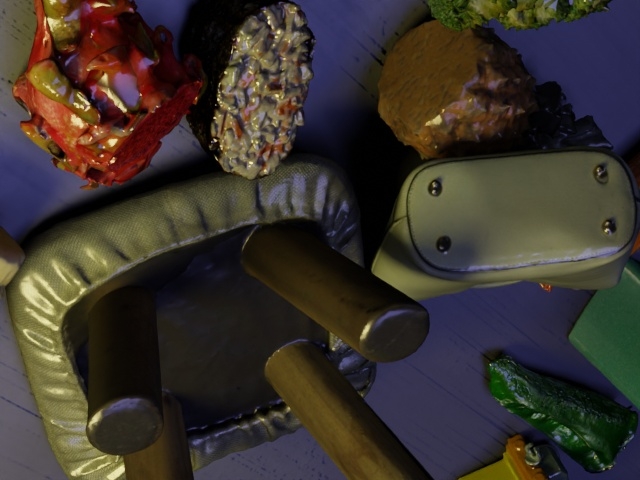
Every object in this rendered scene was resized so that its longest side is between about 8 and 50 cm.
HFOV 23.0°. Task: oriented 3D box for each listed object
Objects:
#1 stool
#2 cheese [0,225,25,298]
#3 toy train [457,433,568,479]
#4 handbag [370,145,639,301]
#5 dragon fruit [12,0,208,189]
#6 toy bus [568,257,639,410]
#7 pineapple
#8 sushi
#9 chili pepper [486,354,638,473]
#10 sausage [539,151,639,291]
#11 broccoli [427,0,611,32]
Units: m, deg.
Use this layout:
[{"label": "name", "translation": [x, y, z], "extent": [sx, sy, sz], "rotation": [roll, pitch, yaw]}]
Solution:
[{"label": "stool", "translation": [-0.073, 0.126, 1.295], "extent": [0.310, 0.226, 0.310], "rotation": [-18, 129, -10]}, {"label": "cheese", "translation": [-0.315, 0.047, 1.194], "extent": [0.123, 0.094, 0.167], "rotation": [27, 100, -31]}, {"label": "toy train", "translation": [0.223, 0.303, 1.719], "extent": [0.127, 0.089, 0.219], "rotation": [-21, 131, -5]}, {"label": "handbag", "translation": [0.161, 0.022, 1.386], "extent": [0.241, 0.109, 0.315], "rotation": [-3, 160, -1]}, {"label": "dragon fruit", "translation": [-0.164, -0.126, 1.148], "extent": [0.133, 0.150, 0.207], "rotation": [-54, 133, -30]}, {"label": "toy bus", "translation": [0.380, 0.137, 1.584], "extent": [0.147, 0.256, 0.128], "rotation": [22, 107, -37]}, {"label": "pineapple", "translation": [0.161, -0.100, 1.375], "extent": [0.248, 0.128, 0.128], "rotation": [26, 105, -45]}, {"label": "sushi", "translation": [-0.058, -0.125, 1.237], "extent": [0.091, 0.078, 0.150], "rotation": [-10, 124, -36]}, {"label": "chili pepper", "translation": [0.248, 0.170, 1.665], "extent": [0.227, 0.059, 0.088], "rotation": [34, 94, -38]}, {"label": "sausage", "translation": [0.305, -0.031, 1.543], "extent": [0.234, 0.071, 0.071], "rotation": [-43, 133, 0]}, {"label": "broccoli", "translation": [0.189, -0.298, 1.147], "extent": [0.321, 0.283, 0.303], "rotation": [-12, 110, -50]}]
